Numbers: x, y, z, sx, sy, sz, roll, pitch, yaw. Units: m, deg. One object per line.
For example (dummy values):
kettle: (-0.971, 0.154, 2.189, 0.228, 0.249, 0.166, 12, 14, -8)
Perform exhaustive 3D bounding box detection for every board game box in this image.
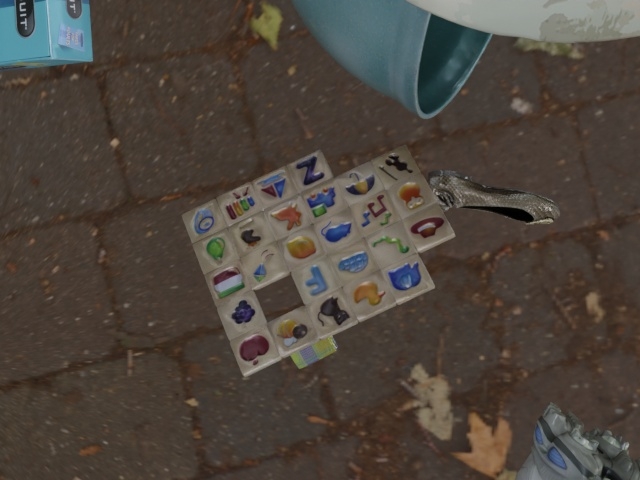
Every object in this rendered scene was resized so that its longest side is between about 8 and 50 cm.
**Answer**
board game box: (-0.458, -0.351, 1.387, 0.079, 0.336, 0.254, -11, 100, -59)

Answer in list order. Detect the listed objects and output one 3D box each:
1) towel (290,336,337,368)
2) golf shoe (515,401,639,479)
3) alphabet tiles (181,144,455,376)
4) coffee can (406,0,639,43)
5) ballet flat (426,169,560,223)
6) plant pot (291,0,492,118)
towel: (-0.016, 0.154, 1.572, 0.060, 0.083, 0.009, 60, 31, 4)
golf shoe: (0.123, 0.144, 0.470, 0.069, 0.176, 0.086, 29, 99, -2)
alphabet tiles: (0.000, 0.000, 1.018, 0.237, 0.009, 0.198, -25, 58, 0)
coffee can: (0.102, -0.228, 0.372, 0.201, 0.201, 0.275, 35, 45, -14)
ballet flat: (0.267, -0.054, 1.616, 0.250, 0.084, 0.058, 14, 74, -30)
plant pot: (0.068, -0.285, 0.970, 0.196, 0.293, 0.293, 25, 73, 16)
